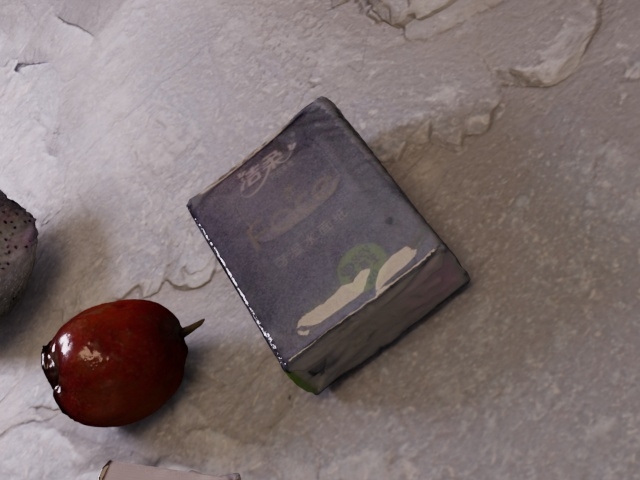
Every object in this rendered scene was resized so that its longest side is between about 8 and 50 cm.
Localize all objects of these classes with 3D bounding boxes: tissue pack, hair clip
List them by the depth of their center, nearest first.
[{"bbox_3d":[-0.152,0.358,1.798,0.331,0.101,0.085,1,54,31],"label":"hair clip"},{"bbox_3d":[0.000,0.000,1.942,0.288,0.124,0.394,-37,47,3],"label":"tissue pack"}]

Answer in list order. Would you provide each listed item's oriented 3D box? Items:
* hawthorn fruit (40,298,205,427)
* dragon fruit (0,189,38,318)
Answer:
[{"bbox_3d":[-0.287,0.178,1.972,0.251,0.189,0.189,-17,48,-4],"label":"hawthorn fruit"},{"bbox_3d":[-0.612,0.037,2.253,0.283,0.204,0.221,39,50,18],"label":"dragon fruit"}]
